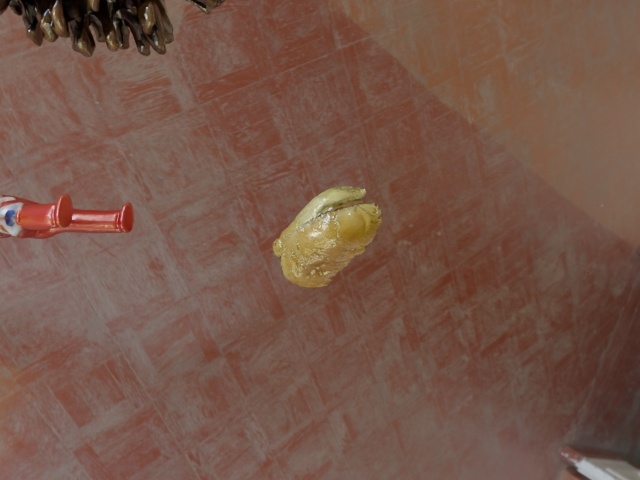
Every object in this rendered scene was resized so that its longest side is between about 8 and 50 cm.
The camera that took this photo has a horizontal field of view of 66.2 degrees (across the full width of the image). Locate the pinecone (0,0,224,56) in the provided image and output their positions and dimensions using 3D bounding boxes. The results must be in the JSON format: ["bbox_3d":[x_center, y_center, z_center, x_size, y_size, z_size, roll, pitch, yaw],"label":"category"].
[{"bbox_3d":[-0.185,-0.242,0.395,0.212,0.169,0.185,14,77,-37],"label":"pinecone"}]

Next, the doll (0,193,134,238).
[{"bbox_3d":[-0.518,-0.037,0.839,0.188,0.384,0.099,7,81,-70],"label":"doll"}]

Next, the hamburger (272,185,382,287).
[{"bbox_3d":[0.000,0.000,0.930,0.131,0.124,0.262,-2,148,-42],"label":"hamburger"}]
